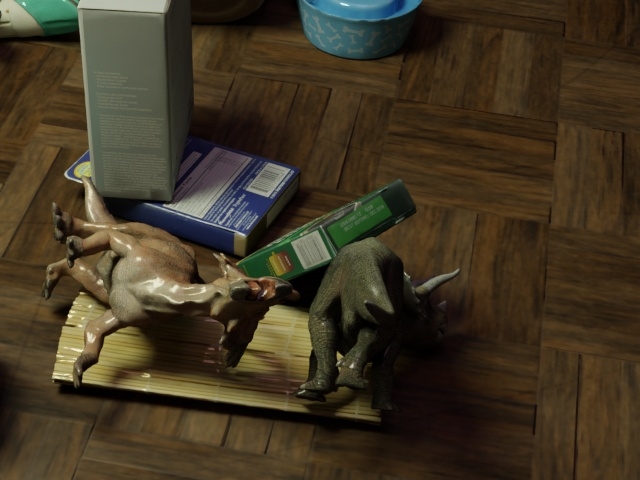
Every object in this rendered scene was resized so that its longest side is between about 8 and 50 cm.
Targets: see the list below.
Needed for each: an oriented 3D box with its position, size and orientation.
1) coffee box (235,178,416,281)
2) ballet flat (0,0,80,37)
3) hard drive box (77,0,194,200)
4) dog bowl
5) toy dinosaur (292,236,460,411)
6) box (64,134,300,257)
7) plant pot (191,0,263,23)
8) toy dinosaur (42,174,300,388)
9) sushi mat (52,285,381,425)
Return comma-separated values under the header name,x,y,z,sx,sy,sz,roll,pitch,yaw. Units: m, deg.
name,x,y,z,sx,sy,sz,roll,pitch,yaw
coffee box,0.000,0.000,1.377,0.113,0.184,0.040,-30,93,-32
ballet flat,-0.404,-0.302,1.771,0.247,0.083,0.087,29,70,26
hard drive box,-0.189,-0.188,1.470,0.089,0.232,0.181,4,39,1
dog bowl,0.037,-0.342,1.851,0.166,0.074,0.297,-3,40,-10
toy dinosaur,0.035,0.062,1.240,0.121,0.313,0.160,5,75,16
box,-0.151,-0.063,1.530,0.225,0.036,0.136,19,42,17
plant pot,-0.147,-0.411,1.794,0.263,0.263,0.229,0,70,-5
toy dinosaur,-0.151,0.036,1.328,0.200,0.127,0.295,-3,26,-22
sushi mat,-0.093,0.105,1.350,0.317,0.019,0.151,7,39,3
